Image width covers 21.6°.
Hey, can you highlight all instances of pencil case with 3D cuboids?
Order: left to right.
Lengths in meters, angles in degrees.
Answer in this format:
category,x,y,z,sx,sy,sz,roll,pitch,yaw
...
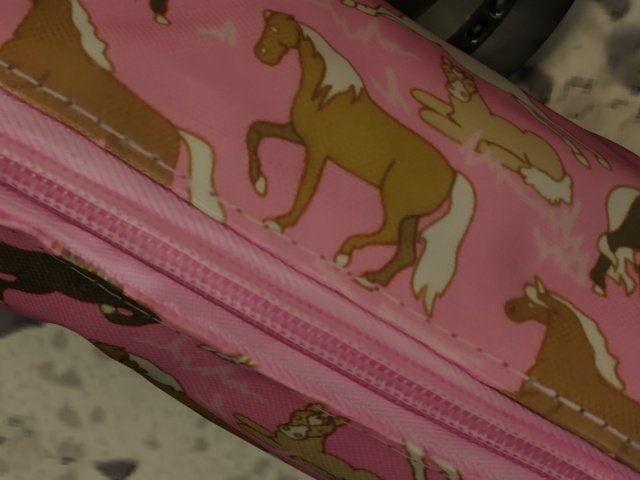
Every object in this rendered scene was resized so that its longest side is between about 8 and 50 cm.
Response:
category,x,y,z,sx,sy,sz,roll,pitch,yaw
pencil case,0.000,0.000,0.499,0.386,0.167,0.160,30,151,-16

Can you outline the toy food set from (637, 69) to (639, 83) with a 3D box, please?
category,x,y,z,sx,sy,sz,roll,pitch,yaw
toy food set,0.169,-0.027,0.541,0.132,0.038,0.192,-13,115,54

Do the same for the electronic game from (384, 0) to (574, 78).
category,x,y,z,sx,sy,sz,roll,pitch,yaw
electronic game,-0.015,-0.132,0.556,0.229,0.048,0.229,2,120,4
